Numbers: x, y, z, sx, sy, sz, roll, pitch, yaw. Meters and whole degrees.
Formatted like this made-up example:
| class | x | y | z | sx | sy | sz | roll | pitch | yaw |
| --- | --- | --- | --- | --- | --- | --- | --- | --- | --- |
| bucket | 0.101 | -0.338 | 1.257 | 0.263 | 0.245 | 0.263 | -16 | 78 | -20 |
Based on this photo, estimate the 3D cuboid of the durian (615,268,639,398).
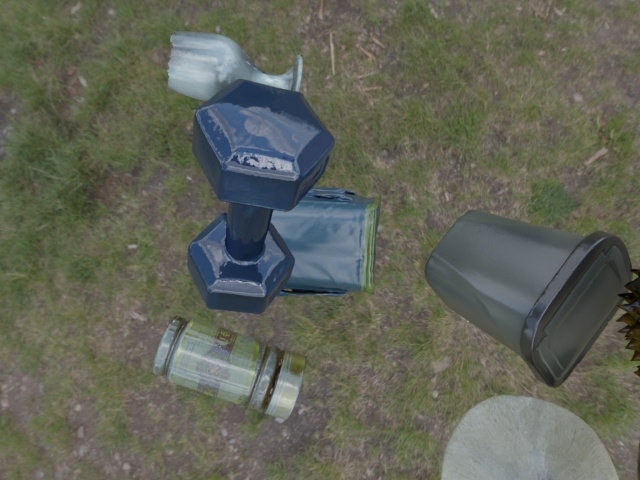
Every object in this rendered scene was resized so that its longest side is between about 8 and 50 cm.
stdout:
| class | x | y | z | sx | sy | sz | roll | pitch | yaw |
| --- | --- | --- | --- | --- | --- | --- | --- | --- | --- |
| durian | 0.511 | 0.120 | 0.554 | 0.347 | 0.384 | 0.348 | -1 | 85 | 7 |

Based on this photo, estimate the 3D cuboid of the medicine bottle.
| class | x | y | z | sx | sy | sz | roll | pitch | yaw |
| --- | --- | --- | --- | --- | --- | --- | --- | --- | --- |
| medicine bottle | -0.206 | 0.288 | 1.167 | 0.322 | 0.151 | 0.151 | 19 | 87 | -4 |

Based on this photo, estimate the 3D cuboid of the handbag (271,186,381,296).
| class | x | y | z | sx | sy | sz | roll | pitch | yaw |
| --- | --- | --- | --- | --- | --- | --- | --- | --- | --- |
| handbag | 0.000 | 0.000 | 1.043 | 0.240 | 0.263 | 0.223 | 4 | 98 | 8 |

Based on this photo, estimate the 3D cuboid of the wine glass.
| class | x | y | z | sx | sy | sz | roll | pitch | yaw |
| --- | --- | --- | --- | --- | --- | --- | --- | --- | --- |
| wine glass | -0.159 | -0.312 | 0.945 | 0.241 | 0.126 | 0.127 | 8 | 82 | -16 |

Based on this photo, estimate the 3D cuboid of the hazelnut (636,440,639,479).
| class | x | y | z | sx | sy | sz | roll | pitch | yaw |
| --- | --- | --- | --- | --- | --- | --- | --- | --- | --- |
| hazelnut | 0.670 | 0.415 | 0.892 | 0.210 | 0.186 | 0.210 | 17 | 117 | 38 |

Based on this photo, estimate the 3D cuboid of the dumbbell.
| class | x | y | z | sx | sy | sz | roll | pitch | yaw |
| --- | --- | --- | --- | --- | --- | --- | --- | --- | --- |
| dumbbell | -0.091 | -0.038 | 0.659 | 0.144 | 0.325 | 0.160 | -18 | 61 | -26 |

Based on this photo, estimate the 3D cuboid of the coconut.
| class | x | y | z | sx | sy | sz | roll | pitch | yaw |
| --- | --- | --- | --- | --- | --- | --- | --- | --- | --- |
| coconut | 0.289 | 0.345 | 0.729 | 0.237 | 0.266 | 0.238 | -3 | 71 | 8 |

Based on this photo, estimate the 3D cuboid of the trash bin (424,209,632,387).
| class | x | y | z | sx | sy | sz | roll | pitch | yaw |
| --- | --- | --- | --- | --- | --- | --- | --- | --- | --- |
| trash bin | 0.323 | 0.074 | 0.824 | 0.220 | 0.219 | 0.250 | -49 | 36 | -7 |
